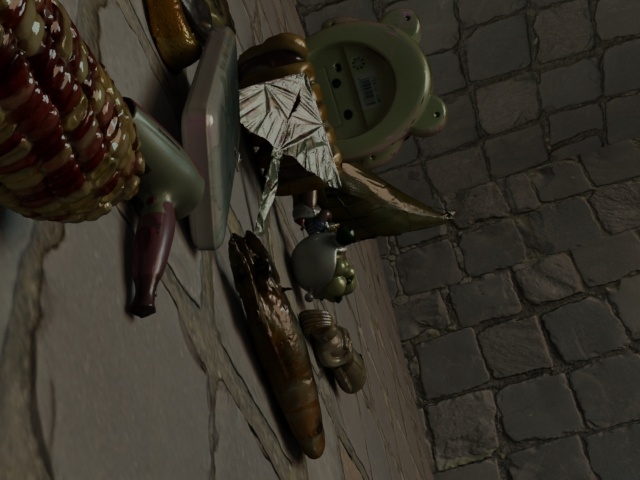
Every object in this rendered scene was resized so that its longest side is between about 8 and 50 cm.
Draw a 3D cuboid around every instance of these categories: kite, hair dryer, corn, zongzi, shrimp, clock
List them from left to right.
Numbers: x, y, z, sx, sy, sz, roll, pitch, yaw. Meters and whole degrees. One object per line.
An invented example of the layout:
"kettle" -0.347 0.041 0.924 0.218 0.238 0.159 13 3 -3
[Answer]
"corn" -0.151 -0.081 0.361 0.290 0.098 0.098 65 10 -70
"hair dryer" -0.123 -0.016 0.636 0.106 0.054 0.154 54 23 -57
"kite" -0.056 -0.121 1.164 0.229 0.012 0.250 29 62 -31
"shrimp" -0.044 0.103 0.975 0.169 0.058 0.296 -110 -176 -67
"clock" 0.057 -0.265 1.600 0.114 0.309 0.284 18 55 -79
"zongzi" 0.128 -0.113 1.904 0.123 0.289 0.260 -82 158 -44

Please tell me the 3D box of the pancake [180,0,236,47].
"pancake" -0.176 -0.368 1.065 0.294 0.049 0.294 -19 90 -83

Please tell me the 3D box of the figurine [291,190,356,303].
"figurine" 0.001 0.001 1.326 0.147 0.093 0.197 -29 -123 53

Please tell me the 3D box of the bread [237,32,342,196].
"bread" -0.055 -0.175 1.266 0.081 0.134 0.225 -37 110 -55

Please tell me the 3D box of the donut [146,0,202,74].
"donut" -0.154 -0.226 0.928 0.067 0.038 0.083 46 29 -69

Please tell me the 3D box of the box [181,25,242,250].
"box" -0.107 -0.113 0.893 0.285 0.044 0.142 -92 180 -61

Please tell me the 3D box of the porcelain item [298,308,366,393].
"porcelain item" 0.020 0.159 1.334 0.213 0.054 0.084 62 11 -55
